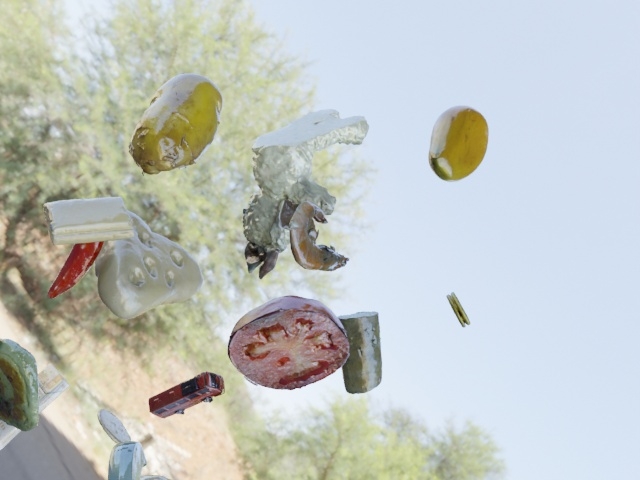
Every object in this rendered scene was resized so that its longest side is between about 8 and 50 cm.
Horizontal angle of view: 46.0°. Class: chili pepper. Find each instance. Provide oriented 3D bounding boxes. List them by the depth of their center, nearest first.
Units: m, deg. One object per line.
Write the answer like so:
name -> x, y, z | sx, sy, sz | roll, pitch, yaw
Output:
chili pepper -> -0.612, 0.040, 1.930 | 0.071, 0.272, 0.063 | 31, 5, -2

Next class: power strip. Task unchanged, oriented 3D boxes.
power strip -> -0.336, 0.439, 1.308 | 0.216, 0.044, 0.137 | -103, -172, -53

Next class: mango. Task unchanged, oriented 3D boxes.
mango -> 0.349, -0.246, 1.924 | 0.119, 0.317, 0.176 | -4, -61, 31

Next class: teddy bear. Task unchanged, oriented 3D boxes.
teddy bear -> -0.053, -0.127, 2.034 | 0.327, 0.376, 0.362 | 27, -47, 50

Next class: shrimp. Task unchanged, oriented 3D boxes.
shrimp -> 0.002, 0.000, 1.597 | 0.251, 0.052, 0.143 | 28, 62, -64

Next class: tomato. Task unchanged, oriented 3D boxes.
tomato -> -0.059, 0.174, 1.373 | 0.085, 0.225, 0.225 | -95, 168, -47

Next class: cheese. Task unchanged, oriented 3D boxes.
cheese -> -0.469, 0.111, 2.055 | 0.351, 0.130, 0.328 | 43, 23, -31

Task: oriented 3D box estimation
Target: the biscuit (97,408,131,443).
biscuit -> -0.637, 0.580, 2.333 | 0.152, 0.020, 0.152 | 49, -2, 2

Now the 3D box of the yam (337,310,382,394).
yam -> 0.100, 0.279, 1.879 | 0.107, 0.107, 0.194 | 176, -91, -73

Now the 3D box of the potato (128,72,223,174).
potato -> -0.333, -0.266, 1.760 | 0.173, 0.300, 0.140 | 28, -36, -8

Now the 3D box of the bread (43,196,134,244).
bread -> -0.523, -0.048, 1.696 | 0.139, 0.178, 0.060 | 54, -39, 42

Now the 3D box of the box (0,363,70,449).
box -> -0.748, 0.418, 1.915 | 0.122, 0.220, 0.032 | 22, -30, 51

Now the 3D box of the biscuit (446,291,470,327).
biscuit -> 0.310, 0.156, 1.697 | 0.084, 0.023, 0.084 | 60, 7, -12

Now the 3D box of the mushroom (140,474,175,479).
mushroom -> -0.308, 0.595, 1.583 | 0.253, 0.189, 0.195 | 67, 25, -18

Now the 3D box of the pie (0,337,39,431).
pie -> -0.693, 0.319, 1.674 | 0.241, 0.054, 0.240 | 14, -63, 30

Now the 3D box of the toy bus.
toy bus -> -0.404, 0.467, 2.275 | 0.096, 0.235, 0.073 | 37, 31, -52
